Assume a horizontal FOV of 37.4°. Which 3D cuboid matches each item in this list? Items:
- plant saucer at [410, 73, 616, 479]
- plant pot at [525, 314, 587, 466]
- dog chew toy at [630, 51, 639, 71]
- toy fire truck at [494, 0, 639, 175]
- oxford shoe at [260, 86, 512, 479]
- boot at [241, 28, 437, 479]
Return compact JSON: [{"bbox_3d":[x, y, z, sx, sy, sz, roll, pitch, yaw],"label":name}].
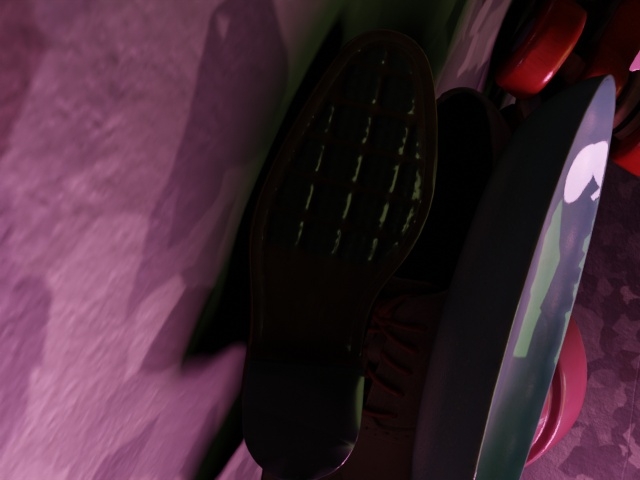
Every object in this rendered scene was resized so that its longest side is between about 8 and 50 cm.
[{"bbox_3d":[0.118,0.053,0.577,0.317,0.043,0.318,16,90,-70],"label":"plant saucer"},{"bbox_3d":[0.098,0.123,0.806,0.180,0.201,0.201,-18,135,-50],"label":"plant pot"},{"bbox_3d":[0.463,-0.272,1.403,0.332,0.206,0.207,-6,122,-65],"label":"dog chew toy"},{"bbox_3d":[0.266,-0.181,0.944,0.302,0.169,0.254,-60,-175,-11],"label":"toy fire truck"},{"bbox_3d":[0.032,0.065,0.590,0.130,0.123,0.348,48,59,-73],"label":"oxford shoe"},{"bbox_3d":[0.000,0.000,0.484,0.106,0.082,0.219,-112,-144,-75],"label":"boot"}]
